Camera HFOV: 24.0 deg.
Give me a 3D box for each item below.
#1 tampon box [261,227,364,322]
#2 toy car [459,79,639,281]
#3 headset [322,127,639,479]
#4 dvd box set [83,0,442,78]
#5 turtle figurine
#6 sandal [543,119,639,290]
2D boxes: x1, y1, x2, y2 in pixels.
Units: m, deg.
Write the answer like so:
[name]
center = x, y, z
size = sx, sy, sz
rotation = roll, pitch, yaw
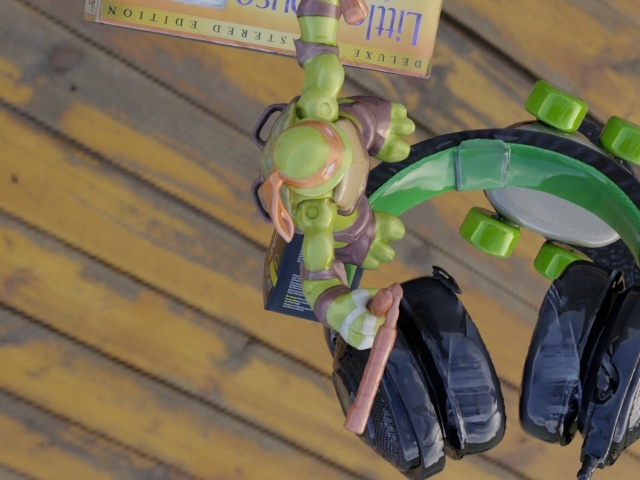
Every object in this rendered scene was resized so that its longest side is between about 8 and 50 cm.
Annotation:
[tampon box]
center = 0.000, 0.000, 1.802
size = 0.101, 0.120, 0.161
rotation = 14, 113, -10
[toy car]
center = 0.205, -0.067, 1.397
size = 0.149, 0.188, 0.155
rotation = 24, 103, -13
[headset]
center = 0.123, 0.070, 0.966
size = 0.243, 0.394, 0.185
rotation = -5, 143, 2
[dvd box set]
center = -0.016, -0.365, 1.262
size = 0.307, 0.062, 0.420
rotation = 6, 98, -22
[turtle figurine]
center = 0.005, -0.029, 0.859
size = 0.087, 0.217, 0.270
rotation = -7, 86, 9
[sandal]
center = 0.425, 0.003, 2.136
size = 0.167, 0.446, 0.107
rotation = -36, 148, 1
